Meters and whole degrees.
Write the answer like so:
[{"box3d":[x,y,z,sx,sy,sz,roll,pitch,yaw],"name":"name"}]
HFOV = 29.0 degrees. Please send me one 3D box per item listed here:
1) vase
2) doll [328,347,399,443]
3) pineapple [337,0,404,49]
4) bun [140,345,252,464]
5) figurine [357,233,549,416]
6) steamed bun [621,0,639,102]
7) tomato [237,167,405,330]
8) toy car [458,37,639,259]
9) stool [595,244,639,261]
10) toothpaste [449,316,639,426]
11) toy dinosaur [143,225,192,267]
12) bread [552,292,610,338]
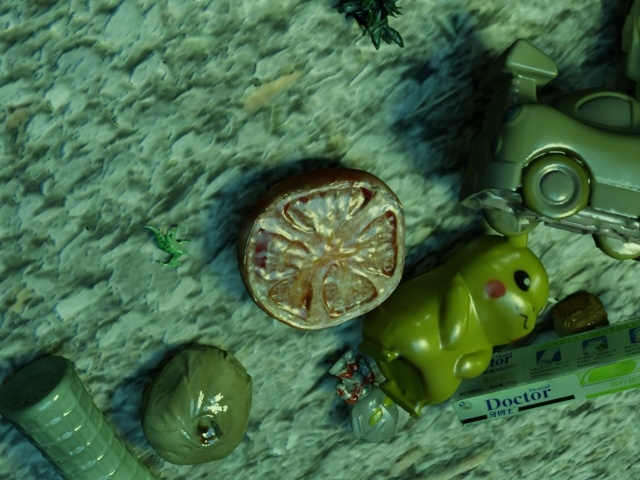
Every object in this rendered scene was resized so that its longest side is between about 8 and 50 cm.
[{"box3d":[-0.312,0.297,1.678,0.143,0.143,0.299,-32,120,-3],"name":"vase"},{"box3d":[0.067,0.237,1.829,0.094,0.079,0.180,-48,123,-31],"name":"doll"},{"box3d":[0.122,-0.337,1.534,0.221,0.083,0.103,-43,122,7],"name":"pineapple"},{"box3d":[-0.165,0.237,1.710,0.166,0.113,0.173,-18,124,-11],"name":"bun"},{"box3d":[0.207,0.100,1.749,0.326,0.169,0.218,-31,130,-7],"name":"figurine"},{"box3d":[0.523,-0.274,1.652,0.275,0.206,0.320,14,110,-43],"name":"steamed bun"},{"box3d":[0.000,0.000,1.661,0.236,0.095,0.237,-7,118,-13],"name":"tomato"},{"box3d":[0.366,-0.107,1.607,0.336,0.242,0.226,11,83,-5],"name":"toy car"},{"box3d":[0.474,-0.061,1.792,0.121,0.125,0.217,12,92,-5],"name":"stool"},{"box3d":[0.358,0.190,1.826,0.336,0.081,0.067,-16,125,18],"name":"toothpaste"},{"box3d":[-0.205,0.007,1.630,0.083,0.021,0.062,14,124,-28],"name":"toy dinosaur"},{"box3d":[0.397,0.129,1.885,0.070,0.083,0.077,-18,122,-3],"name":"bread"}]
